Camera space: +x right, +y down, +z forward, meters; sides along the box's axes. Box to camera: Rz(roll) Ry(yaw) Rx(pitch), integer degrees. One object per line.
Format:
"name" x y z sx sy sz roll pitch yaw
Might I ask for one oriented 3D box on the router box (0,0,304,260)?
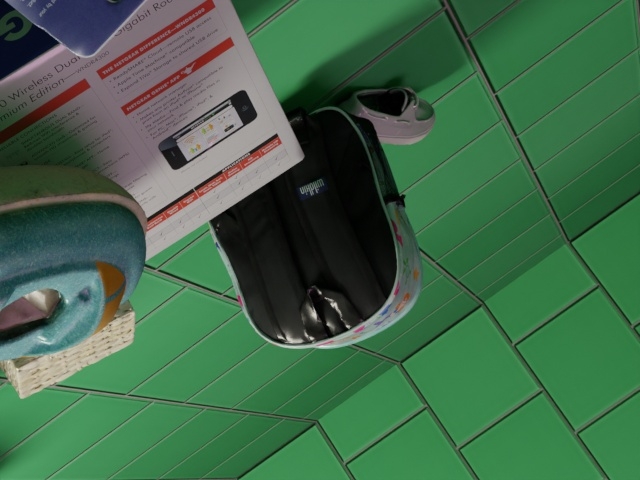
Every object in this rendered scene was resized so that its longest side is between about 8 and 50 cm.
"router box" -0.205 -0.086 1.090 0.335 0.082 0.301 -33 148 -4

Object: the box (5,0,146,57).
"box" -0.180 -0.221 0.729 0.136 0.225 0.036 -41 -156 22

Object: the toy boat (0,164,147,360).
"toy boat" -0.263 0.077 1.009 0.318 0.148 0.267 -46 161 26

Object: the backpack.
"backpack" 0.000 0.000 1.476 0.225 0.253 0.191 -25 163 16

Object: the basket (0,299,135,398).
"basket" -0.306 0.096 1.477 0.167 0.103 0.113 -26 160 -21

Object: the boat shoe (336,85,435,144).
"boat shoe" 0.089 -0.164 1.581 0.184 0.066 0.063 -2 146 -43
